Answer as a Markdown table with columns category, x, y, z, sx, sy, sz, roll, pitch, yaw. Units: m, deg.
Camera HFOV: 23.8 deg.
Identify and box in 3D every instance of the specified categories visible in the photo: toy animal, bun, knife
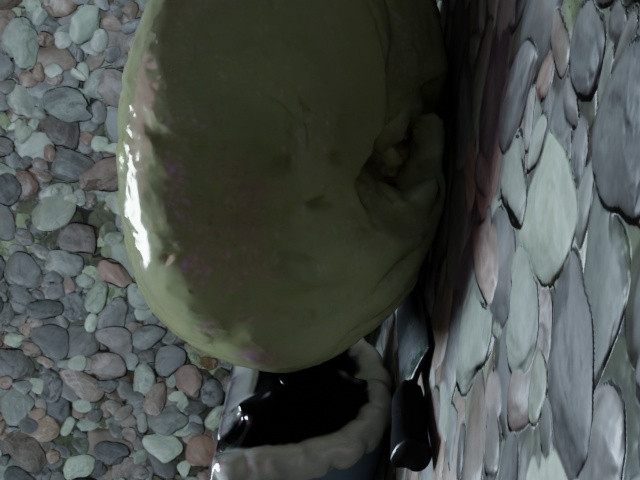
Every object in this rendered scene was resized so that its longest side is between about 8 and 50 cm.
| category | x | y | z | sx | sy | sz | roll | pitch | yaw |
| --- | --- | --- | --- | --- | --- | --- | --- | --- | --- |
| toy animal | -0.020 | 0.186 | 1.364 | 0.208 | 0.156 | 0.204 | -79 | -3 | -51 |
| bun | -0.005 | -0.070 | 1.180 | 0.361 | 0.213 | 0.361 | 11 | -90 | -67 |
| knife | 0.074 | 0.089 | 1.187 | 0.230 | 0.028 | 0.060 | -87 | 18 | -59 |
